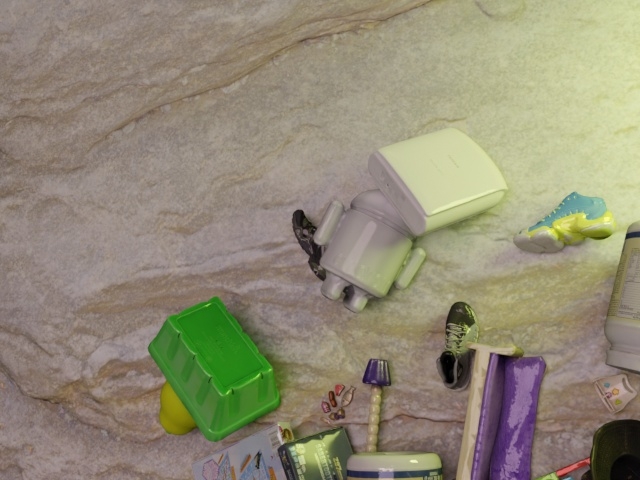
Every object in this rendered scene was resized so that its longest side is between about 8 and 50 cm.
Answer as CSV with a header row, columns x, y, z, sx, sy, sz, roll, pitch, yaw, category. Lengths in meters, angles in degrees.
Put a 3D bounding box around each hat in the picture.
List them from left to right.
x,y,z,sx,sy,sz,roll,pitch,yaw,category
0.633,0.545,1.423,0.134,0.331,0.332,-38,59,51,hat

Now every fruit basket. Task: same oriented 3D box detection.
x,y,z,sx,sy,sz,roll,pitch,yaw,category
-0.323,0.402,1.957,0.392,0.282,0.392,32,134,41,fruit basket

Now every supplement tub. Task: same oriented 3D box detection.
x,y,z,sx,sy,sz,roll,pitch,yaw,category
0.177,0.659,1.592,0.228,0.228,0.317,-8,74,24,supplement tub
0.753,0.136,1.477,0.235,0.235,0.325,12,83,27,supplement tub

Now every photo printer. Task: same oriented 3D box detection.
x,y,z,sx,sy,sz,roll,pitch,yaw,category
0.312,-0.162,1.755,0.307,0.107,0.256,-19,60,-26,photo printer

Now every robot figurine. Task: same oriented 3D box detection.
x,y,z,sx,sy,sz,roll,pitch,yaw,category
0.132,0.014,1.819,0.299,0.200,0.354,29,86,-14,robot figurine

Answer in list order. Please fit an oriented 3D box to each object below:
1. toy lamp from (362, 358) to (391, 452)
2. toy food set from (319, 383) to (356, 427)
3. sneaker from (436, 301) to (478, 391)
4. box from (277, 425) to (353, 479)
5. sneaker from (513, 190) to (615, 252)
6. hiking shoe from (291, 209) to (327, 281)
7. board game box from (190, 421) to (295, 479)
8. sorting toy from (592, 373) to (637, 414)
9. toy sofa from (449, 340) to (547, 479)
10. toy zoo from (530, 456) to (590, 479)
x,y,z,sx,sy,sz,roll,pitch,yaw,category
0.138,0.447,1.784,0.080,0.080,0.275,2,78,26,toy lamp
0.040,0.443,1.863,0.077,0.019,0.122,21,87,28,toy food set
0.337,0.260,1.703,0.086,0.132,0.229,-1,77,25,sneaker
0.013,0.611,1.748,0.059,0.183,0.233,-49,55,49,box
0.597,-0.047,1.695,0.240,0.091,0.126,-9,55,24,sneaker
0.000,0.000,1.967,0.114,0.086,0.227,-27,74,5,hiking shoe
-0.176,0.694,1.827,0.318,0.066,0.319,-29,64,22,board game box
0.680,0.346,1.573,0.075,0.045,0.083,-29,66,9,sorting toy
0.416,0.425,1.615,0.177,0.150,0.363,7,81,27,toy sofa
0.638,0.577,1.523,0.293,0.030,0.192,-26,69,9,toy zoo
